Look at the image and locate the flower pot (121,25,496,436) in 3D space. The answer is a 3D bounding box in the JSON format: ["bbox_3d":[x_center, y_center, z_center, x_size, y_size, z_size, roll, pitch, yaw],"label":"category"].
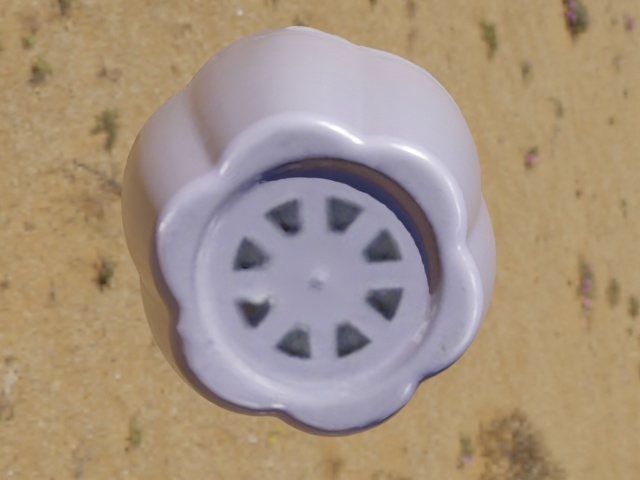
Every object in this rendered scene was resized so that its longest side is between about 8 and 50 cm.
[{"bbox_3d":[0.000,0.000,0.799,0.243,0.265,0.265,-116,-164,-79],"label":"flower pot"}]
